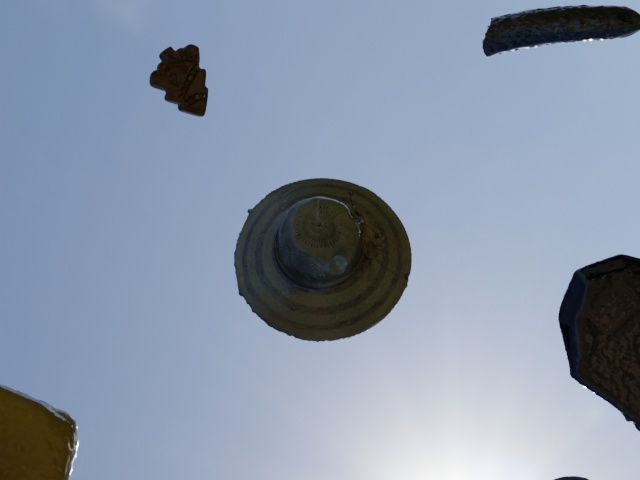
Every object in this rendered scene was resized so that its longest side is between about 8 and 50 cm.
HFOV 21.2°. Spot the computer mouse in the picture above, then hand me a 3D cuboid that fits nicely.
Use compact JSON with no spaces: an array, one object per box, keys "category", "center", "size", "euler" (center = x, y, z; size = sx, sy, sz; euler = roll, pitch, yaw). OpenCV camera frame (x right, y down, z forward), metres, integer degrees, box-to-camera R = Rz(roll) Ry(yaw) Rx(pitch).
[{"category":"computer mouse","center":[0.222,0.076,1.105],"size":[0.172,0.099,0.057],"euler":[45,-172,-10]}]

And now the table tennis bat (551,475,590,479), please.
[{"category":"table tennis bat","center":[0.260,0.241,1.429],"size":[0.154,0.274,0.021],"euler":[35,-120,4]}]

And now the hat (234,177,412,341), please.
[{"category":"hat","center":[0.000,0.000,2.288],"size":[0.110,0.252,0.252],"euler":[89,170,-63]}]

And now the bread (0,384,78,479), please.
[{"category":"bread","center":[-0.419,0.263,1.640],"size":[0.323,0.143,0.333],"euler":[27,-132,-12]}]

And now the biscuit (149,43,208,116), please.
[{"category":"biscuit","center":[-0.159,-0.183,1.994],"size":[0.082,0.016,0.092],"euler":[-40,-70,-36]}]

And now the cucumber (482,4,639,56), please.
[{"category":"cucumber","center":[0.322,-0.283,2.266],"size":[0.052,0.214,0.058],"euler":[23,-117,-70]}]
